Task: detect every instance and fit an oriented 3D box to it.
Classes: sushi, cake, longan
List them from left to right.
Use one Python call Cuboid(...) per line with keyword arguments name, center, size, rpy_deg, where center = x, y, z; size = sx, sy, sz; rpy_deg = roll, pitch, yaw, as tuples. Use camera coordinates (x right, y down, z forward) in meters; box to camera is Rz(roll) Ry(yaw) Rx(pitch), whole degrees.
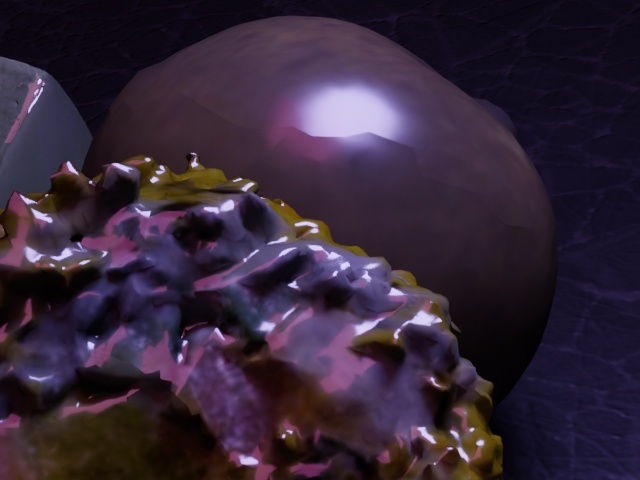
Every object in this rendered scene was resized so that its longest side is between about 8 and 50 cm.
Cuboid(name="cake", center=(-0.335, -0.046, 1.706), size=(0.158, 0.172, 0.283), rpy_deg=(12, 35, 35))
Cuboid(name="sushi", center=(-0.096, 0.158, 1.074), size=(0.396, 0.240, 0.351), rpy_deg=(-35, 74, -18))
Cuboid(name="longan", center=(0.000, 0.000, 1.400), size=(0.361, 0.361, 0.361), rpy_deg=(-5, 28, 3))
